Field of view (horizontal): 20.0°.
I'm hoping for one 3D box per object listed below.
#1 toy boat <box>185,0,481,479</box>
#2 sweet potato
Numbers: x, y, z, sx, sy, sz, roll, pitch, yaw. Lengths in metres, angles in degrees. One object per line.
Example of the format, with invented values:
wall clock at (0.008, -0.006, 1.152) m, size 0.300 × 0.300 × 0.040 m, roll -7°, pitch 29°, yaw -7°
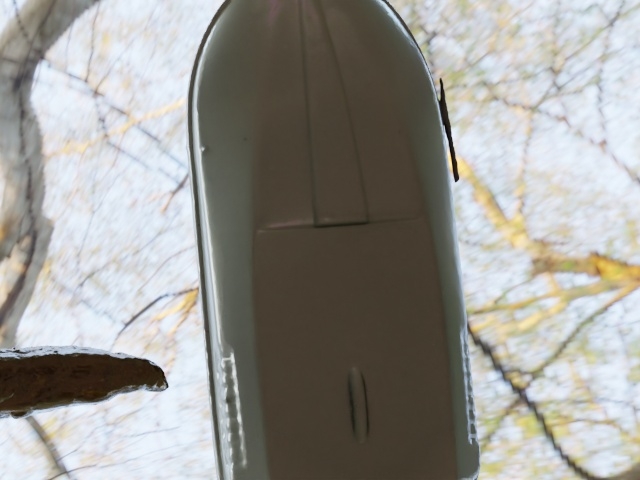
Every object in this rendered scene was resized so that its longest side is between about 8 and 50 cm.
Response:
toy boat at (0.002, 0.004, 0.907) m, size 0.141 × 0.141 × 0.269 m, roll -3°, pitch -110°, yaw -14°
sweet potato at (-0.174, 0.052, 0.782) m, size 0.214 × 0.050 × 0.050 m, roll 10°, pitch -102°, yaw 6°
